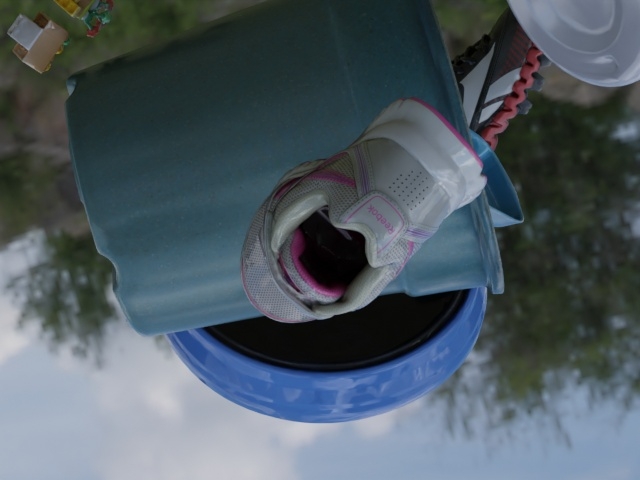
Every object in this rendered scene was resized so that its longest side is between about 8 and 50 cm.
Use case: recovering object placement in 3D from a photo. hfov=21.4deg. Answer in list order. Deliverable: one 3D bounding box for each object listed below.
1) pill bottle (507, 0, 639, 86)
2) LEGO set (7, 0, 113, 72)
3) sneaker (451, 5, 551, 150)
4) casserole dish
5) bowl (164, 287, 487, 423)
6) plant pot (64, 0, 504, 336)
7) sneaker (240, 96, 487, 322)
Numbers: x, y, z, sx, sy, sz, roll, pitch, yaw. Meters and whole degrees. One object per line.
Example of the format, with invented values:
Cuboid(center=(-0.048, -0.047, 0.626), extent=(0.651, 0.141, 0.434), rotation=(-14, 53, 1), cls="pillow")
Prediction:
Cuboid(center=(0.238, -0.207, 1.042), extent=(0.246, 0.136, 0.136), rotation=(-33, -163, -25), cls="pill bottle")
Cuboid(center=(-0.197, -0.285, 1.603), extent=(0.132, 0.287, 0.107), rotation=(2, 167, 26), cls="LEGO set")
Cuboid(center=(0.169, -0.171, 1.924), extent=(0.135, 0.276, 0.097), rotation=(25, -159, -6), cls="sneaker")
Cuboid(center=(0.159, -0.069, 1.805), extent=(0.037, 0.114, 0.188), rotation=(-30, 157, 18), cls="casserole dish")
Cuboid(center=(0.001, 0.035, 1.988), extent=(0.391, 0.077, 0.391), rotation=(0, -132, 0), cls="bowl")
Cuboid(center=(-0.038, -0.075, 1.542), extent=(0.334, 0.341, 0.341), rotation=(-15, -170, 2), cls="plant pot")
Cuboid(center=(0.000, 0.000, 1.128), extent=(0.111, 0.103, 0.252), rotation=(-44, 180, -34), cls="sneaker")
